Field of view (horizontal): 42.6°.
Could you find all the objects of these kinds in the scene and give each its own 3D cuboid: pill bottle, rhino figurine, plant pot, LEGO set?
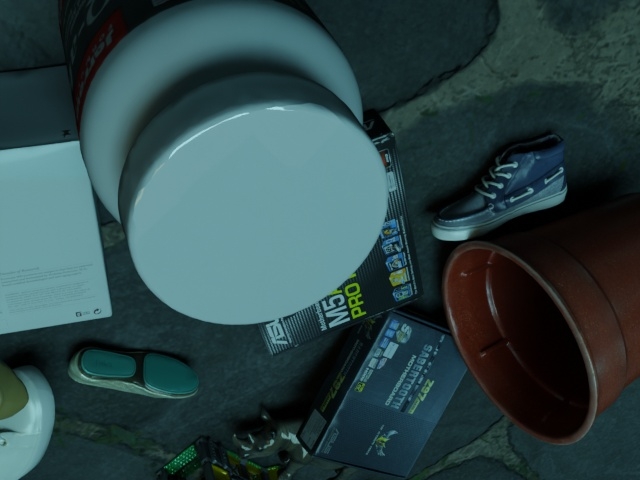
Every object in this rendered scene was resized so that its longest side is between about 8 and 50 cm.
[{"bbox_3d":[-0.089,-0.118,0.650,0.210,0.363,0.210,-11,129,-14],"label":"pill bottle"},{"bbox_3d":[-0.025,0.301,1.206,0.243,0.073,0.106,19,118,-31],"label":"rhino figurine"},{"bbox_3d":[0.343,0.075,1.052,0.265,0.272,0.272,-25,133,-22],"label":"plant pot"},{"bbox_3d":[-0.173,0.460,1.190,0.331,0.192,0.255,-33,131,6],"label":"LEGO set"}]

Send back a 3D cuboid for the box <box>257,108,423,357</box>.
[{"bbox_3d":[0.000,0.000,0.983,0.216,0.060,0.270,-21,131,-6],"label":"box"}]

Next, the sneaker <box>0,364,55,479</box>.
[{"bbox_3d":[-0.423,0.266,0.966,0.290,0.106,0.123,-49,165,19],"label":"sneaker"}]

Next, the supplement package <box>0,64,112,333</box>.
[{"bbox_3d":[-0.310,-0.033,0.770,0.194,0.149,0.203,-9,129,-15],"label":"supplement package"}]

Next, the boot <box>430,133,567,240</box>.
[{"bbox_3d":[0.219,-0.069,1.022,0.190,0.069,0.086,-21,124,-14],"label":"boot"}]

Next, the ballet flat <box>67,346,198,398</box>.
[{"bbox_3d":[-0.236,0.167,1.037,0.168,0.057,0.052,20,145,-29],"label":"ballet flat"}]

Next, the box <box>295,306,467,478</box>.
[{"bbox_3d":[0.097,0.210,1.150,0.183,0.059,0.233,24,97,-36],"label":"box"}]

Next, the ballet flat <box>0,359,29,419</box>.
[{"bbox_3d":[-0.350,0.119,0.729,0.080,0.073,0.232,-31,133,6],"label":"ballet flat"}]
